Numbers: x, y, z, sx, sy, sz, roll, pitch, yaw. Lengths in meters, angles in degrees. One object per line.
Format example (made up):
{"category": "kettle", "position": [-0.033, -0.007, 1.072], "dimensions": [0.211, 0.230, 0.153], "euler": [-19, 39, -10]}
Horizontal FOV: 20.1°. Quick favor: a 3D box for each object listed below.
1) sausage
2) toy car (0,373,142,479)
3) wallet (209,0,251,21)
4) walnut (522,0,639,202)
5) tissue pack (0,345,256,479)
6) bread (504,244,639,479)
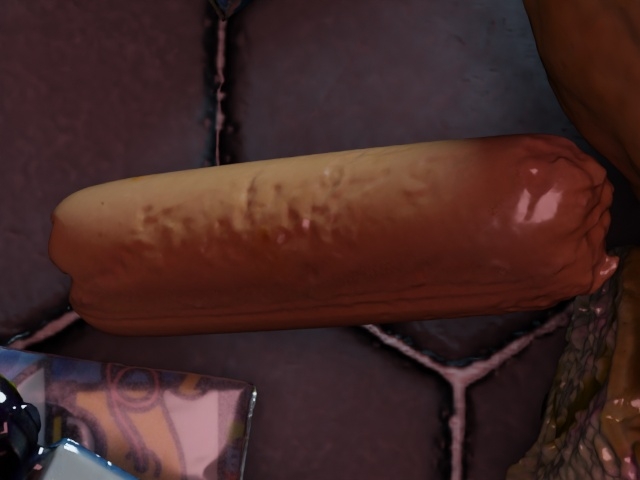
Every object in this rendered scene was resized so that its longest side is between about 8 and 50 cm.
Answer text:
{"category": "sausage", "position": [0.001, 0.001, 0.874], "dimensions": [0.289, 0.086, 0.086], "euler": [-6, 86, 23]}
{"category": "toy car", "position": [-0.130, 0.195, 0.810], "dimensions": [0.314, 0.166, 0.198], "euler": [29, 57, -12]}
{"category": "wallet", "position": [-0.006, -0.227, 0.940], "dimensions": [0.202, 0.059, 0.141], "euler": [-34, 94, 0]}
{"category": "walnut", "position": [0.269, -0.100, 0.816], "dimensions": [0.306, 0.306, 0.344], "euler": [-42, 76, -2]}
{"category": "tissue pack", "position": [-0.115, 0.118, 0.917], "dimensions": [0.155, 0.065, 0.115], "euler": [8, 86, 0]}
{"category": "bread", "position": [0.184, 0.112, 0.838], "dimensions": [0.156, 0.158, 0.260], "euler": [-13, 66, -21]}
